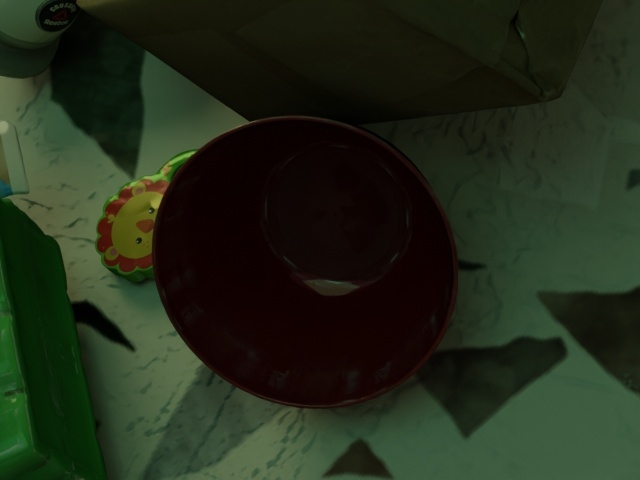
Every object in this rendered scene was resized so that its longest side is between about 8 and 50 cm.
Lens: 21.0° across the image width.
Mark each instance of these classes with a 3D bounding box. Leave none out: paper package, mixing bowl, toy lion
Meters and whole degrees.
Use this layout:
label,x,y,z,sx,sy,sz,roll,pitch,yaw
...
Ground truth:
label,x,y,z,sx,sy,sz,roll,pitch,yaw
paper package,0.044,-0.232,1.012,0.325,0.168,0.309,-2,59,60
mixing bowl,0.000,0.000,1.033,0.181,0.098,0.181,4,110,12
toy lion,-0.099,-0.017,1.132,0.096,0.034,0.100,19,74,32

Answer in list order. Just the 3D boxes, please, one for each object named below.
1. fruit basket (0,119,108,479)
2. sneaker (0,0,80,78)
label,x,y,z,sx,sy,sz,roll,pitch,yaw
fruit basket,-0.322,0.115,1.062,0.353,0.165,0.327,-17,63,5
sneaker,-0.245,-0.286,1.207,0.146,0.122,0.330,-46,70,36
